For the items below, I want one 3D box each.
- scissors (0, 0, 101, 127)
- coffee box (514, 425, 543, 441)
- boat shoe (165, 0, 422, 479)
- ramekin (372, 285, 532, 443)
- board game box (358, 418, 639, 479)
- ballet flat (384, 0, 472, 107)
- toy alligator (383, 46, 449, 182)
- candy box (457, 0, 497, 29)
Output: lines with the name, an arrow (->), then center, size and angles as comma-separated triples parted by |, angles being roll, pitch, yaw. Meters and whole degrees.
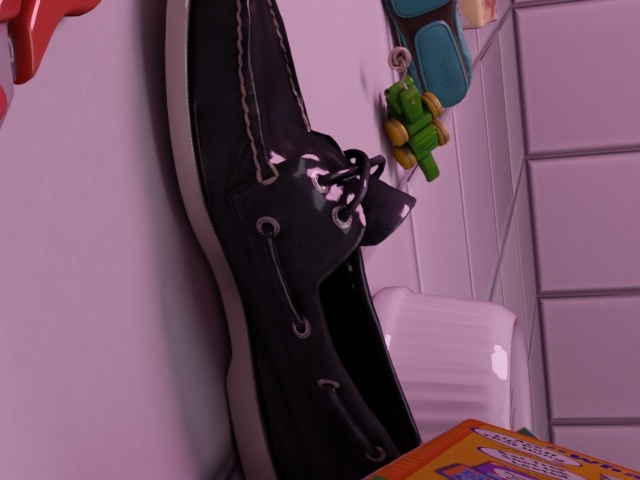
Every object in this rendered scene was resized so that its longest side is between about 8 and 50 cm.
scissors -> -0.110, -0.059, 0.358 | 0.109, 0.021, 0.297 | 53, 35, -65
coffee box -> 0.097, 0.228, 0.753 | 0.040, 0.184, 0.113 | 43, -27, 52
boat shoe -> -0.001, 0.002, 0.554 | 0.127, 0.113, 0.340 | -49, 133, -68
ramekin -> 0.123, 0.175, 0.918 | 0.273, 0.127, 0.273 | -4, 90, -74
board game box -> 0.164, 0.318, 0.464 | 0.356, 0.356, 0.356 | 17, 89, -73
ballet flat -> 0.107, -0.256, 1.073 | 0.087, 0.083, 0.247 | -112, -178, -47
toy alligator -> 0.084, -0.131, 0.997 | 0.051, 0.056, 0.190 | 45, -13, 39
candy box -> 0.151, -0.415, 1.207 | 0.183, 0.087, 0.316 | -46, 130, -68
